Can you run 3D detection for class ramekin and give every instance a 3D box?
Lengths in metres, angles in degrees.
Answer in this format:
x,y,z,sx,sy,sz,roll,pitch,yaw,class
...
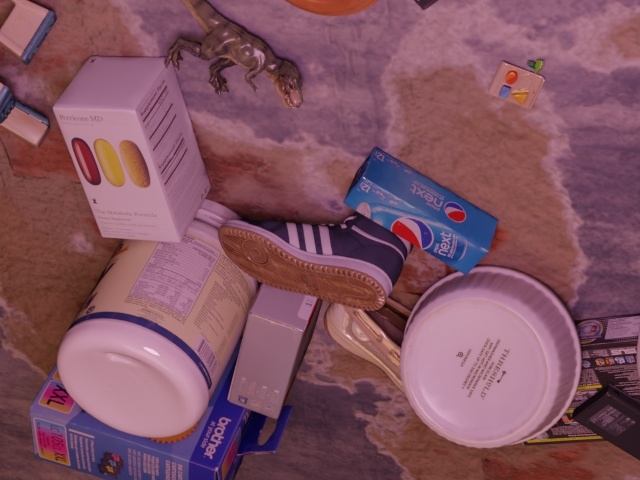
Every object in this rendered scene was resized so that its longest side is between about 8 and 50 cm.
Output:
x,y,z,sx,sy,sz,roll,pitch,yaw,class
0.238,0.177,1.923,0.273,0.127,0.272,2,97,19,ramekin

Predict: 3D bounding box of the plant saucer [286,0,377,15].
x,y,z,sx,sy,sz,roll,pitch,yaw,class
-0.001,-0.363,1.660,0.200,0.037,0.200,12,136,12,plant saucer

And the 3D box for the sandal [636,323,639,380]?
x,y,z,sx,sy,sz,roll,pitch,yaw,class
0.525,0.136,1.829,0.169,0.102,0.416,-17,127,3,sandal

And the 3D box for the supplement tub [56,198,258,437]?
x,y,z,sx,sy,sz,roll,pitch,yaw,class
-0.233,0.110,2.012,0.235,0.325,0.235,12,135,12,supplement tub

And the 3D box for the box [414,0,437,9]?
x,y,z,sx,sy,sz,roll,pitch,yaw,class
0.103,-0.416,1.486,0.247,0.142,0.163,43,135,-18,box

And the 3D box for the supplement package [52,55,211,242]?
x,y,z,sx,sy,sz,roll,pitch,yaw,class
-0.271,-0.133,1.931,0.139,0.134,0.244,3,133,20,supplement package

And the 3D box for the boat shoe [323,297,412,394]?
x,y,z,sx,sy,sz,roll,pitch,yaw,class
0.151,0.169,2.065,0.302,0.109,0.098,33,138,-2,boat shoe

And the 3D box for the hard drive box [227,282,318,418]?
x,y,z,sx,sy,sz,roll,pitch,yaw,class
-0.061,0.135,2.068,0.089,0.181,0.232,20,137,4,hard drive box

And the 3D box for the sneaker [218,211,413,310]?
x,y,z,sx,sy,sz,roll,pitch,yaw,class
0.000,0.000,1.948,0.282,0.153,0.099,18,139,23,sneaker

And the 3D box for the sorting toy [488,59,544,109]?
x,y,z,sx,sy,sz,roll,pitch,yaw,class
0.258,-0.209,1.713,0.062,0.012,0.083,23,137,2,sorting toy

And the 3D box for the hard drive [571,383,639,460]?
x,y,z,sx,sy,sz,roll,pitch,yaw,class
0.463,0.278,2.003,0.135,0.022,0.094,32,136,-8,hard drive

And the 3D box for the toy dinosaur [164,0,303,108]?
x,y,z,sx,sy,sz,roll,pitch,yaw,class
-0.142,-0.262,1.807,0.268,0.064,0.118,39,128,-12,toy dinosaur

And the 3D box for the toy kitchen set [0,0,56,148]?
x,y,z,sx,sy,sz,roll,pitch,yaw,class
-0.432,-0.246,1.947,0.122,0.166,0.207,31,173,-6,toy kitchen set

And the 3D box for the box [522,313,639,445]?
x,y,z,sx,sy,sz,roll,pitch,yaw,class
0.404,0.219,2.033,0.270,0.060,0.216,-9,128,31,box

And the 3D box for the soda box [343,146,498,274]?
x,y,z,sx,sy,sz,roll,pitch,yaw,class
0.143,-0.041,1.884,0.210,0.071,0.067,30,136,-6,soda box

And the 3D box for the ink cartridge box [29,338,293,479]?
x,y,z,sx,sy,sz,roll,pitch,yaw,class
-0.249,0.280,2.226,0.396,0.270,0.151,17,140,8,ink cartridge box
